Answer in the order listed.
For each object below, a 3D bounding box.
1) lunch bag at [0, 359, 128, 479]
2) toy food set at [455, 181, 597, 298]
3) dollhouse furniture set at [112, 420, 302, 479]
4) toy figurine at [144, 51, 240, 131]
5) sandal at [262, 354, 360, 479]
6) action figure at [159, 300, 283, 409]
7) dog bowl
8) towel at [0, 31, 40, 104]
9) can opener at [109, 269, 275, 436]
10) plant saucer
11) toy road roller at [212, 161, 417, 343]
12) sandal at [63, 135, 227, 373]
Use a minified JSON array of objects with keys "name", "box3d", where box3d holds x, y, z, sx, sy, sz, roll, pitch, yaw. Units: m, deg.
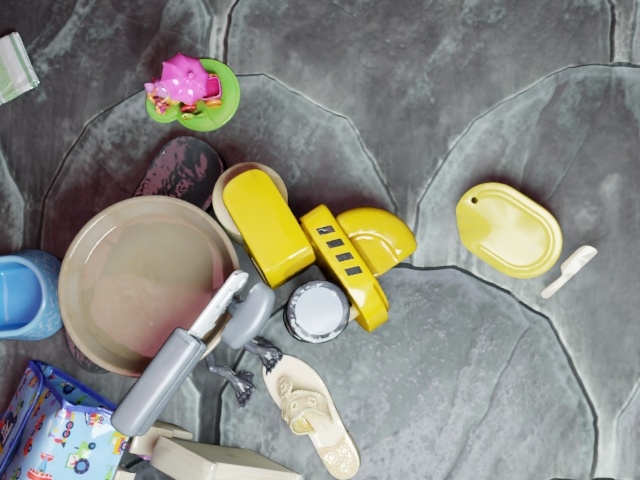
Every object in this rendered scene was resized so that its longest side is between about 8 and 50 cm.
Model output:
[{"name":"lunch bag","box3d":[-0.460,0.335,1.297,0.293,0.138,0.221,14,80,49]},{"name":"toy food set","box3d":[0.324,-0.012,1.277,0.218,0.071,0.128,37,116,10]},{"name":"dollhouse furniture set","box3d":[-0.218,0.471,1.246,0.286,0.198,0.303,11,80,44]},{"name":"toy figurine","box3d":[-0.237,-0.257,1.317,0.173,0.159,0.130,-8,86,8]},{"name":"sandal","box3d":[-0.016,0.289,1.296,0.088,0.079,0.240,-36,83,5]},{"name":"action figure","box3d":[-0.188,0.140,1.263,0.275,0.141,0.164,42,91,-17]},{"name":"dog bowl","box3d":[-0.592,0.103,1.392,0.297,0.074,0.166,-6,86,7]},{"name":"towel","box3d":[-0.598,-0.300,1.443,0.152,0.023,0.113,-26,82,8]},{"name":"can opener","box3d":[-0.174,0.166,1.112,0.095,0.076,0.283,34,83,13]},{"name":"plant saucer","box3d":[-0.257,0.069,1.195,0.277,0.041,0.278,0,78,2]},{"name":"toy road roller","box3d":[0.000,0.000,1.258,0.240,0.202,0.330,-33,86,-8]},{"name":"sandal","box3d":[-0.320,0.019,1.340,0.167,0.107,0.446,28,91,9]}]
